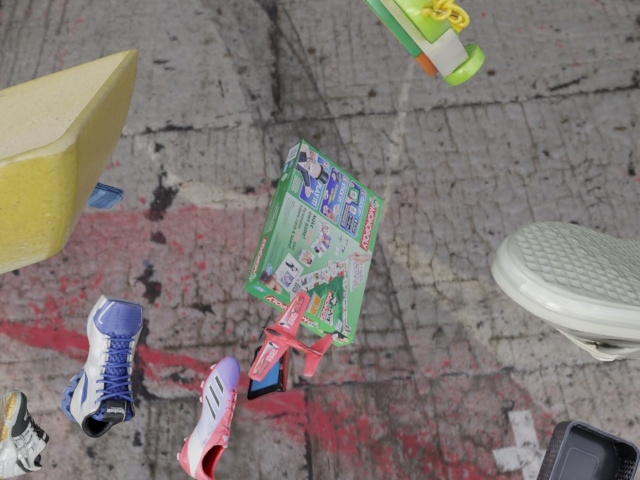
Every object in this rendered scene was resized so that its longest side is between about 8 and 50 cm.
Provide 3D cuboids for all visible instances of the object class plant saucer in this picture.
[{"bbox_3d":[-0.297,-0.034,0.526,0.333,0.081,0.332,-18,25,1],"label":"plant saucer"}]

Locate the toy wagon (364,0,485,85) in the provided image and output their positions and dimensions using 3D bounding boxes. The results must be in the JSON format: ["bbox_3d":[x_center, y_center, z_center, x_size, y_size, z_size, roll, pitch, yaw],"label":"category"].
[{"bbox_3d":[0.083,-0.292,0.816,0.068,0.267,0.344,-41,25,16],"label":"toy wagon"}]

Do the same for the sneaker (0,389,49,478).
[{"bbox_3d":[-0.231,0.148,0.549,0.037,0.083,0.032,1,32,-27],"label":"sneaker"}]

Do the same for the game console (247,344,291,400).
[{"bbox_3d":[-0.106,0.240,1.448,0.085,0.124,0.144,2,42,3],"label":"game console"}]

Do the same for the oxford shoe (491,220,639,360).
[{"bbox_3d":[0.307,0.070,0.741,0.449,0.130,0.169,4,34,-51],"label":"oxford shoe"}]

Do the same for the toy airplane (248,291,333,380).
[{"bbox_3d":[-0.039,0.148,1.031,0.151,0.028,0.151,-24,45,26],"label":"toy airplane"}]

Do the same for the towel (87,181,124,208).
[{"bbox_3d":[-0.447,-0.092,1.361,0.067,0.119,0.029,-27,66,29],"label":"towel"}]

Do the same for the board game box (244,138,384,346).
[{"bbox_3d":[0.000,0.000,1.251,0.046,0.213,0.317,-26,38,44],"label":"board game box"}]

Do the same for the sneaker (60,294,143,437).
[{"bbox_3d":[-0.443,0.291,1.508,0.182,0.127,0.315,33,105,49],"label":"sneaker"}]

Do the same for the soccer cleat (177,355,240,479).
[{"bbox_3d":[-0.205,0.357,1.407,0.095,0.083,0.248,20,86,37],"label":"soccer cleat"}]

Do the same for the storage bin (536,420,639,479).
[{"bbox_3d":[0.428,0.397,1.150,0.122,0.084,0.180,22,77,9],"label":"storage bin"}]
